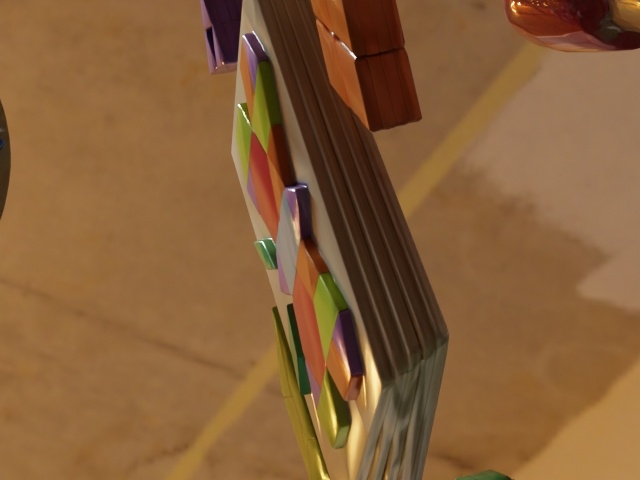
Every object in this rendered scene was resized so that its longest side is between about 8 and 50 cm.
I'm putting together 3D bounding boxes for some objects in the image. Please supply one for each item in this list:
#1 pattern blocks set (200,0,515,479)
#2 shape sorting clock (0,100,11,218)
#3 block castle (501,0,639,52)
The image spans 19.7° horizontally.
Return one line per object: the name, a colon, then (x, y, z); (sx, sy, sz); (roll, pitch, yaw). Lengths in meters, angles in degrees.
pattern blocks set: (0.000, 0.000, 0.668); (0.026, 0.325, 0.285); (-13, -41, -12)
shape sorting clock: (-0.273, -0.040, 1.035); (0.206, 0.206, 0.040); (46, -12, -35)
block castle: (0.304, -0.047, 0.925); (0.453, 0.303, 0.213); (58, -16, -27)
